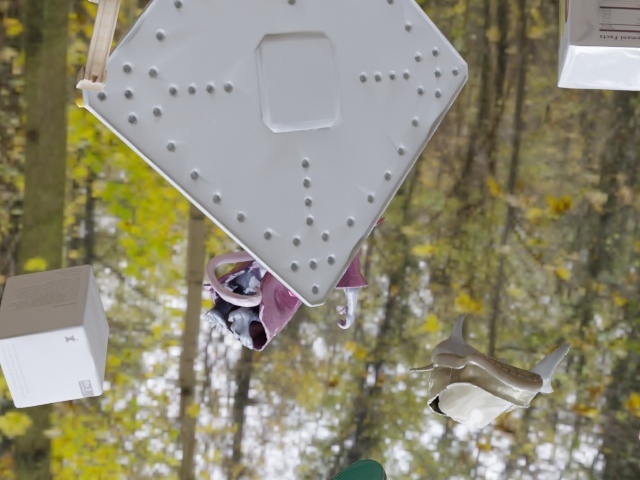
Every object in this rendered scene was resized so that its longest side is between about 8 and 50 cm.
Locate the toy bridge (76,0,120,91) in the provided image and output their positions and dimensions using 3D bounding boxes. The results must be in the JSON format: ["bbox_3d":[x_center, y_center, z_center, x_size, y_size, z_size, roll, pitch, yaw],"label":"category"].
[{"bbox_3d":[-0.198,-0.237,1.018,0.026,0.188,0.063,11,172,-19],"label":"toy bridge"}]

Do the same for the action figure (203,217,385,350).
[{"bbox_3d":[-0.047,0.018,1.904,0.370,0.276,0.248,-39,-124,-17],"label":"action figure"}]

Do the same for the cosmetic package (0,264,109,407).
[{"bbox_3d":[-0.454,0.161,1.859,0.151,0.151,0.184,-9,-147,-1],"label":"cosmetic package"}]

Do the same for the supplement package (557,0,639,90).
[{"bbox_3d":[0.421,-0.357,1.583,0.133,0.244,0.139,3,162,6],"label":"supplement package"}]

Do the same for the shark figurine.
[{"bbox_3d":[0.264,0.182,1.825,0.166,0.116,0.278,5,180,-38],"label":"shark figurine"}]

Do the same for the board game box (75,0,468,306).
[{"bbox_3d":[-0.038,-0.186,1.292,0.390,0.390,0.050,43,159,-29],"label":"board game box"}]

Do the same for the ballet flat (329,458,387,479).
[{"bbox_3d":[0.016,0.317,1.196,0.070,0.070,0.188,13,-147,28],"label":"ballet flat"}]

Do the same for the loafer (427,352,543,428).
[{"bbox_3d":[0.220,0.210,1.495,0.102,0.092,0.268,20,171,-10],"label":"loafer"}]
